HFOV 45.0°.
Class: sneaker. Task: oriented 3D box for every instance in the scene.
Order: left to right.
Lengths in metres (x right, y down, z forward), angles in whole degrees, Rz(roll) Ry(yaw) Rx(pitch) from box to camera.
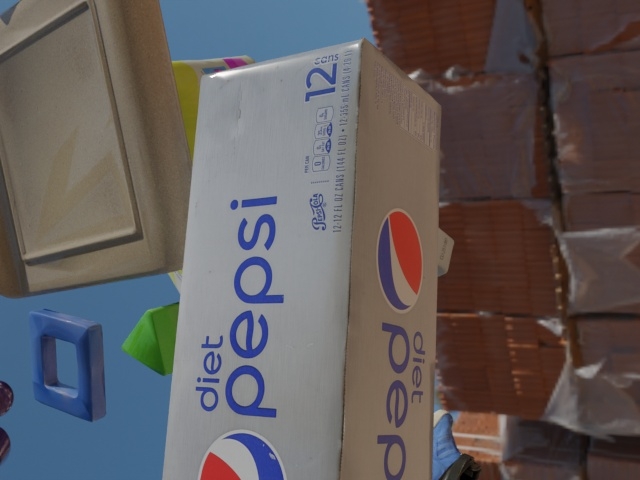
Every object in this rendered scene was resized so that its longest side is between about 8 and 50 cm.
[{"bbox_3d":[0.164,0.275,0.973,0.152,0.084,0.058,-38,-43,-58],"label":"sneaker"}]

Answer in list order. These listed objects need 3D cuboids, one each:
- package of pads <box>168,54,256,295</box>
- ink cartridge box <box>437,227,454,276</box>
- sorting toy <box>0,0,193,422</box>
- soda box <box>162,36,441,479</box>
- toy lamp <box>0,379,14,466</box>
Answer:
[{"bbox_3d":[-0.101,-0.064,0.847,0.229,0.101,0.296,-21,-107,-49],"label":"package of pads"},{"bbox_3d":[0.000,0.000,1.042,0.239,0.275,0.060,38,-131,-20],"label":"ink cartridge box"},{"bbox_3d":[-0.151,-0.064,0.479,0.047,0.196,0.348,-13,-88,-53],"label":"sorting toy"},{"bbox_3d":[-0.006,0.061,0.366,0.091,0.098,0.286,20,-111,-55],"label":"soda box"},{"bbox_3d":[-0.526,0.297,1.218,0.274,0.080,0.080,-160,69,-69],"label":"toy lamp"}]
